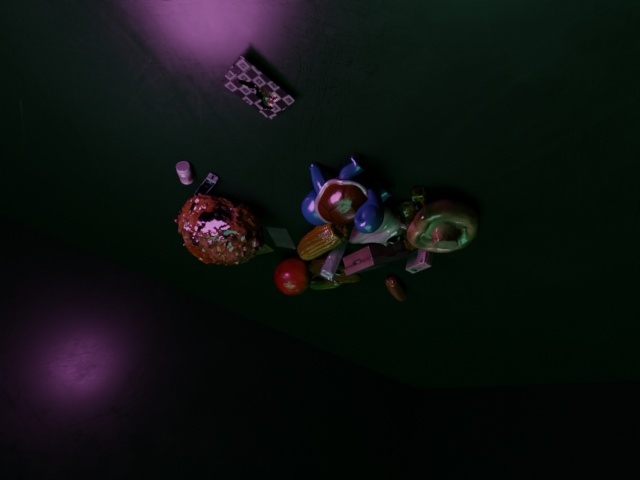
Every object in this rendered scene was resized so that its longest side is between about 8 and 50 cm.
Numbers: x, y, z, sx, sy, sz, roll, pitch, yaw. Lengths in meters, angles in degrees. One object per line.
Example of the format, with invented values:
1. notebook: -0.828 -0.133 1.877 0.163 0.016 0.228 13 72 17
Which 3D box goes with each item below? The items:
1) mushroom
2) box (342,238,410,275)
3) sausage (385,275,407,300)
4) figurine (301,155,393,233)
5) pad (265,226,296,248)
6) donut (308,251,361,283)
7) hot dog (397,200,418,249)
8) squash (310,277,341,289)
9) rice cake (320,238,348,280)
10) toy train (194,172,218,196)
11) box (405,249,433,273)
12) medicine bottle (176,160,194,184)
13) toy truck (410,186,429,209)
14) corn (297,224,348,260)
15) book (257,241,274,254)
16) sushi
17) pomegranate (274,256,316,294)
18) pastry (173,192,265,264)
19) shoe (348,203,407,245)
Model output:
1. mushroom: 0.441 -0.047 1.465 0.279 0.145 0.278 1 148 1
2. box: 0.238 0.074 1.760 0.215 0.085 0.215 -10 169 -33
3. sausage: 0.394 0.252 2.100 0.077 0.076 0.197 -2 144 32
4. figurine: 0.107 -0.148 1.456 0.298 0.242 0.417 27 172 -35
5. pad: -0.199 -0.011 2.034 0.113 0.006 0.187 8 150 18
6. donut: 0.082 0.127 2.031 0.273 0.107 0.272 13 156 6
7. hot dog: 0.357 -0.050 1.602 0.083 0.068 0.288 -2 145 19
8. squash: 0.026 0.243 2.292 0.239 0.069 0.069 -11 140 41
9. rice cake: 0.062 0.083 1.869 0.069 0.206 0.063 22 165 0
10. toy train: -0.506 -0.235 1.768 0.043 0.047 0.208 31 149 -22
11. box: 0.434 0.084 1.770 0.043 0.089 0.125 27 151 -18
12. medicine bottle: -0.572 -0.286 1.703 0.058 0.058 0.091 15 151 4
13. toy truck: 0.356 -0.151 1.442 0.054 0.048 0.083 -2 147 29
14. corn: 0.000 0.000 1.815 0.131 0.131 0.345 28 150 -19
15. book: -0.416 -0.008 2.142 0.208 0.020 0.295 -11 141 41
16. sushi: -0.188 -0.463 1.216 0.201 0.031 0.139 32 148 -31
17. pomegranate: -0.135 0.191 2.163 0.236 0.209 0.210 1 159 -25
18. pastry: -0.459 -0.053 1.810 0.406 0.291 0.337 -3 152 37
19. shoe: 0.236 -0.037 1.601 0.160 0.124 0.316 25 162 -10
